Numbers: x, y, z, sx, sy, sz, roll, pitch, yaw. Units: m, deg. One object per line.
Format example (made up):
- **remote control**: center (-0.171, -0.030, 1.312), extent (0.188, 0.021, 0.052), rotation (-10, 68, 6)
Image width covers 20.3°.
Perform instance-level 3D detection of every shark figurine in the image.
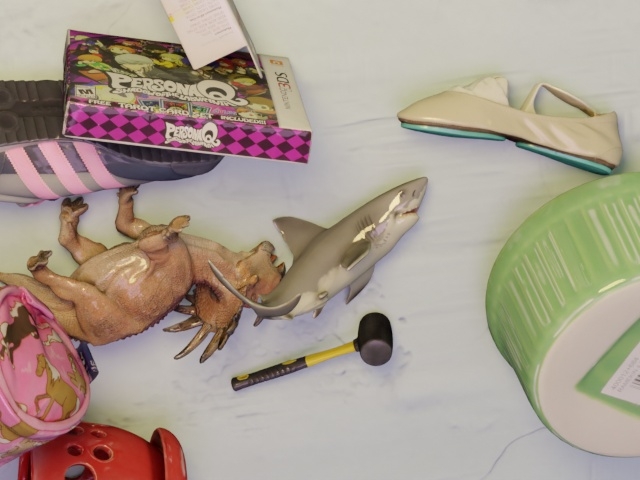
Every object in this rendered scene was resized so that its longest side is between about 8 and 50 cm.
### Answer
- **shark figurine**: center (-0.021, 0.020, 1.872), extent (0.116, 0.278, 0.166), rotation (46, 140, 13)

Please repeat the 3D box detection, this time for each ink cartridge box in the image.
- **ink cartridge box**: center (-0.123, -0.239, 1.745), extent (0.062, 0.104, 0.181), rotation (-24, 116, 4)

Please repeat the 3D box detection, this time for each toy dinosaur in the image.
- **toy dinosaur**: center (-0.192, 0.055, 1.872), extent (0.296, 0.127, 0.200), rotation (-17, 123, 6)

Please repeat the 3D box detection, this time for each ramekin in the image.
- **ramekin**: center (0.339, 0.090, 1.911), extent (0.303, 0.148, 0.303), rotation (-6, 128, -7)

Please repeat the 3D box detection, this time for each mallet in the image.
- **mallet**: center (-0.008, 0.136, 1.964), extent (0.190, 0.062, 0.039), rotation (-22, 118, 3)

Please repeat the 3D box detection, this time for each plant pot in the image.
- **plant pot**: center (-0.238, 0.291, 1.937), extent (0.174, 0.191, 0.191), rotation (4, 115, -13)

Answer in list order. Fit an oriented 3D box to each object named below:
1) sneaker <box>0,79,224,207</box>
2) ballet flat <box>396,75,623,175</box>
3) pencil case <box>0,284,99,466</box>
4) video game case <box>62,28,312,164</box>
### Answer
- **sneaker**: center (-0.256, -0.089, 1.817), extent (0.319, 0.112, 0.131), rotation (3, 143, -14)
- **ballet flat**: center (0.202, -0.131, 1.867), extent (0.248, 0.086, 0.086), rotation (12, 113, -15)
- **pencil case**: center (-0.414, 0.187, 1.819), extent (0.386, 0.167, 0.160), rotation (-29, 91, 27)
- **video game case**: center (-0.133, -0.141, 1.732), extent (0.232, 0.210, 0.042), rotation (6, 114, -10)
